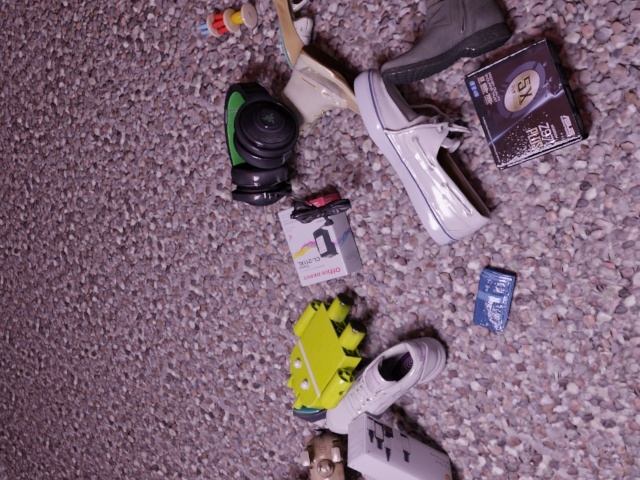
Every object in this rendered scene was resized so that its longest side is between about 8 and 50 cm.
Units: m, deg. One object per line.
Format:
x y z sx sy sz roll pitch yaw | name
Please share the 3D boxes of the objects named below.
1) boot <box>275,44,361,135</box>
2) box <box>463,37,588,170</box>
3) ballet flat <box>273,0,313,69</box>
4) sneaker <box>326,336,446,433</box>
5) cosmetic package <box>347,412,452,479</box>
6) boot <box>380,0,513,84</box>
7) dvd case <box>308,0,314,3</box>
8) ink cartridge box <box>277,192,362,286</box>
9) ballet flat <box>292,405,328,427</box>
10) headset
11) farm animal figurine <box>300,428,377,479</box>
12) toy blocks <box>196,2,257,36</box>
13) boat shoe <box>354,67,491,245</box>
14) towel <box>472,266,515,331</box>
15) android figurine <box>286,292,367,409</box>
0.016 -0.273 1.252 0.213 0.077 0.165 38 129 1 | boot
0.353 -0.230 1.051 0.148 0.078 0.180 -19 91 33 | box
-0.055 -0.466 1.251 0.073 0.080 0.232 -14 94 23 | ballet flat
0.108 0.294 1.261 0.305 0.152 0.114 -43 60 18 | sneaker
0.166 0.450 1.248 0.239 0.098 0.060 32 125 -21 | cosmetic package
0.200 -0.384 1.073 0.247 0.083 0.161 -22 88 1 | boot
-0.006 -0.610 1.180 0.179 0.030 0.238 46 106 15 | dvd case
0.000 0.000 1.330 0.128 0.072 0.175 -18 91 33 | ink cartridge box
0.024 0.399 1.416 0.203 0.074 0.074 -23 89 31 | ballet flat
-0.093 -0.171 1.270 0.243 0.185 0.394 99 150 -42 | headset
0.001 0.586 1.376 0.331 0.172 0.326 6 79 8 | farm animal figurine
-0.217 -0.520 1.351 0.148 0.054 0.123 -1 102 33 | toy blocks
0.206 -0.177 1.122 0.157 0.136 0.366 -29 88 34 | boat shoe
0.333 0.115 1.177 0.067 0.029 0.119 15 110 29 | towel
0.003 0.253 1.337 0.272 0.056 0.248 -57 35 27 | android figurine
